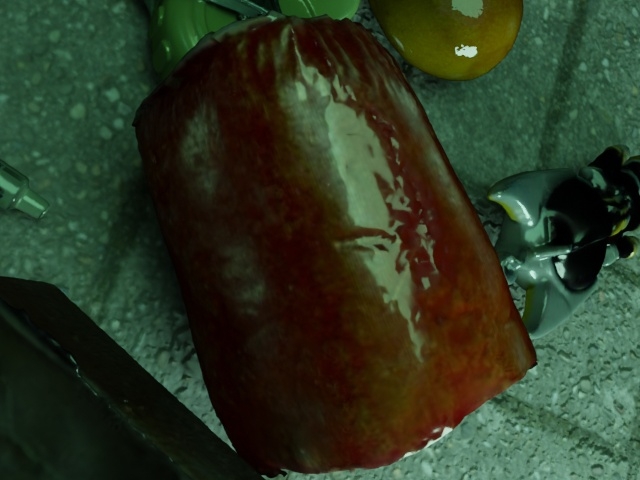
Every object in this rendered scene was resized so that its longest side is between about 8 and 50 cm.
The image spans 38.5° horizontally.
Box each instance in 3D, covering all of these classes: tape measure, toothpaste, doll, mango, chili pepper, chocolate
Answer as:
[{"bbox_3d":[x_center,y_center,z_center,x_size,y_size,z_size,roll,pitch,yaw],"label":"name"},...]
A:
[{"bbox_3d":[-0.059,-0.180,0.799,0.200,0.106,0.175,2,74,-28],"label":"tape measure"},{"bbox_3d":[-0.292,-0.075,0.688,0.197,0.029,0.048,35,63,-15],"label":"toothpaste"},{"bbox_3d":[0.266,-0.020,0.948,0.316,0.103,0.145,-22,128,-39],"label":"doll"},{"bbox_3d":[0.114,-0.264,0.911,0.152,0.120,0.221,-22,82,-30],"label":"mango"},{"bbox_3d":[0.000,0.000,0.700,0.229,0.251,0.305,-19,91,-32],"label":"chili pepper"},{"bbox_3d":[-0.129,0.148,0.616,0.321,0.112,0.112,39,100,9],"label":"chocolate"}]
